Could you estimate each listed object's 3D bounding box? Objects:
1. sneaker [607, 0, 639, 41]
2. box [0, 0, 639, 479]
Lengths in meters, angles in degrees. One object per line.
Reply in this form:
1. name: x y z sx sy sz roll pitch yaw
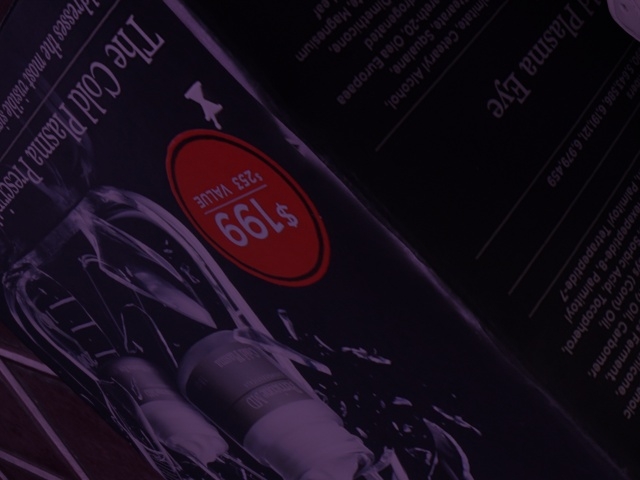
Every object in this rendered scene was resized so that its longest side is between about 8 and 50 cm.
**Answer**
1. sneaker: 0.162 -0.069 0.337 0.121 0.099 0.262 -2 122 57
2. box: 0.000 0.000 0.495 0.312 0.179 0.343 45 148 -10
